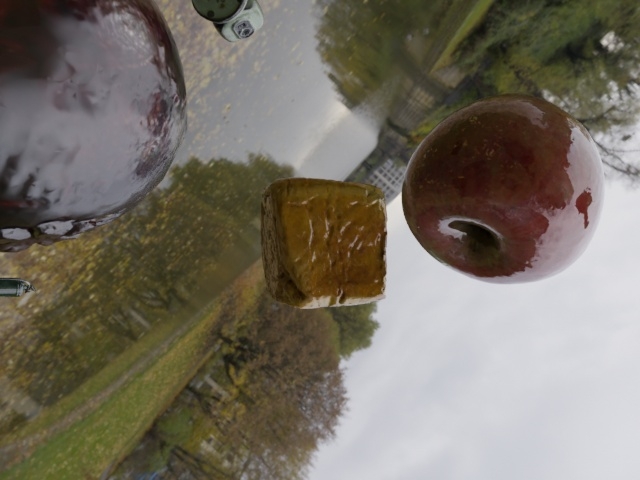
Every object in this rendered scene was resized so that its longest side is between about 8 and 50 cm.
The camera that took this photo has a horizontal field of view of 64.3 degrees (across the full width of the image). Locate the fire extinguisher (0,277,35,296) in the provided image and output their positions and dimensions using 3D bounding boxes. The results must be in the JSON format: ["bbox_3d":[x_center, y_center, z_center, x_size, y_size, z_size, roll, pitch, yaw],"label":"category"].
[{"bbox_3d":[-0.394,0.056,0.626,0.083,0.025,0.038,4,148,-37],"label":"fire extinguisher"}]

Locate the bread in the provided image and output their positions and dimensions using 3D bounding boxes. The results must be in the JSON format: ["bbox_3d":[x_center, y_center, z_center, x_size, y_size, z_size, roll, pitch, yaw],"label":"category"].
[{"bbox_3d":[0.000,0.000,0.648,0.143,0.158,0.149,-6,-179,-11],"label":"bread"}]

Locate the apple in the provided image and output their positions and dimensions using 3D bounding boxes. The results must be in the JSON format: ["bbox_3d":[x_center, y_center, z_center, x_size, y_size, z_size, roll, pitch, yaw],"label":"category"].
[{"bbox_3d":[0.304,-0.088,0.853,0.269,0.345,0.345,-51,-177,-25],"label":"apple"}]

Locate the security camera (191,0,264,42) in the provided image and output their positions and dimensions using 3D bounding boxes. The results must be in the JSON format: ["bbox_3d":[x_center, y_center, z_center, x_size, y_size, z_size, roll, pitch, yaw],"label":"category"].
[{"bbox_3d":[-0.082,-0.220,0.488,0.058,0.058,0.092,-47,173,10],"label":"security camera"}]

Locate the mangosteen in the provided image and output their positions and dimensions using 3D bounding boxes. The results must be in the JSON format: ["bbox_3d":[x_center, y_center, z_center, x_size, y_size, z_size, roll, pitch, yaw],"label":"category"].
[{"bbox_3d":[-0.257,-0.137,0.431,0.297,0.297,0.293,135,-43,-62],"label":"mangosteen"}]
